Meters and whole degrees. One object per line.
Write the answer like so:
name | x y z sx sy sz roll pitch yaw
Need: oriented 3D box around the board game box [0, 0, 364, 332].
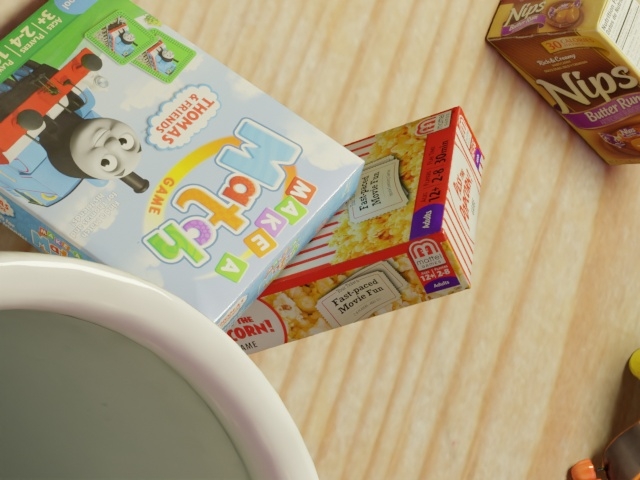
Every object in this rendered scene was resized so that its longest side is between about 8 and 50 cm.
board game box | -0.105 -0.047 1.029 0.211 0.039 0.160 35 56 11

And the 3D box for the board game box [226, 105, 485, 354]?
board game box | 0.000 0.000 1.088 0.045 0.193 0.147 62 21 -26

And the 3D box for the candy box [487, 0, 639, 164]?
candy box | 0.228 -0.128 1.401 0.186 0.109 0.053 41 63 -36

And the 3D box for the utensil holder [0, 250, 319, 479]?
utensil holder | -0.237 0.166 0.758 0.327 0.385 0.328 0 90 -44

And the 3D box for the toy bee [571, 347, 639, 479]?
toy bee | 0.295 0.175 1.440 0.162 0.195 0.298 5 99 -20
